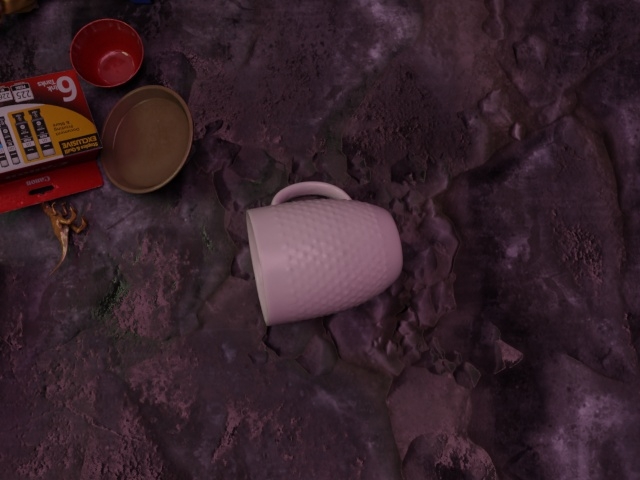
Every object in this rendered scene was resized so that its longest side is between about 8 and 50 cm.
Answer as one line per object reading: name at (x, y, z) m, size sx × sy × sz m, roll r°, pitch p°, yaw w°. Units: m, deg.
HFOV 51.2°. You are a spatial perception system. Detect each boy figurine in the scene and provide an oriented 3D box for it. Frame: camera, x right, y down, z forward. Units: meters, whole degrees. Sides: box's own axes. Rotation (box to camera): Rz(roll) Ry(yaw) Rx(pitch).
boy figurine at (-0.751, -0.629, 1.681) m, size 0.285 × 0.177 × 0.092 m, roll -39°, pitch 90°, yaw -27°

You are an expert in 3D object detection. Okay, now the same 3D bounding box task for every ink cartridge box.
ink cartridge box at (-0.695, -0.230, 1.586) m, size 0.309 × 0.130 × 0.272 m, roll -21°, pitch 92°, yaw -25°

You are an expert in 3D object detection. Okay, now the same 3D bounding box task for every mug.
mug at (0.000, 0.000, 1.596) m, size 0.328 × 0.276 × 0.374 m, roll -10°, pitch 51°, yaw -10°

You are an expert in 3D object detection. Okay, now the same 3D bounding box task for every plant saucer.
plant saucer at (-0.429, -0.249, 1.666) m, size 0.278 × 0.041 × 0.278 m, roll -4°, pitch 81°, yaw 22°

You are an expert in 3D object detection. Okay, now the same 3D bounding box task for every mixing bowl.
mixing bowl at (-0.534, -0.461, 1.712) m, size 0.181 × 0.098 × 0.181 m, roll 0°, pitch 81°, yaw -2°

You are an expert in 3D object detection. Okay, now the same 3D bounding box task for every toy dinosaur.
toy dinosaur at (-0.640, -0.025, 1.663) m, size 0.112 × 0.064 × 0.211 m, roll -27°, pitch 72°, yaw 8°

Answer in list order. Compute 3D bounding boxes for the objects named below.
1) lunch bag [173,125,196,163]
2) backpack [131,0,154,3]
lunch bag at (-0.345, -0.241, 1.698) m, size 0.053 × 0.071 × 0.083 m, roll -2°, pitch 78°, yaw -6°
backpack at (-0.488, -0.701, 1.755) m, size 0.101 × 0.098 × 0.120 m, roll 5°, pitch 81°, yaw 2°
